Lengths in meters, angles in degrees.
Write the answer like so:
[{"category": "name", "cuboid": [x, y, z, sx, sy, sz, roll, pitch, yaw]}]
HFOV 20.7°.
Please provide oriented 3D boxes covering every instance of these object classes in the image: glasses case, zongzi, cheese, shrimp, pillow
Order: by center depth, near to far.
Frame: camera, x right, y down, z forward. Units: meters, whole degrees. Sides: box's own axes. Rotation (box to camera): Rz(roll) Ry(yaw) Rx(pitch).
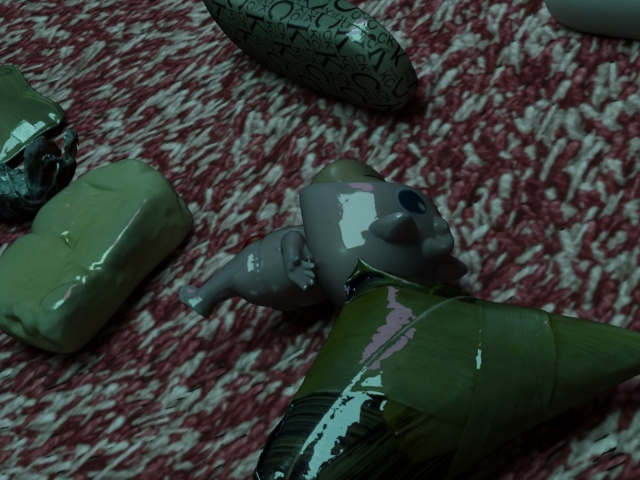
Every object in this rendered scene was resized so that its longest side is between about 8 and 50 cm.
[{"category": "zongzi", "cuboid": [0.127, 0.164, 1.544, 0.317, 0.154, 0.289, 5, 48, 29]}, {"category": "glasses case", "cuboid": [0.335, -0.263, 1.960, 0.193, 0.074, 0.049, 12, 56, 40]}, {"category": "cheese", "cuboid": [-0.262, 0.015, 1.993, 0.159, 0.093, 0.263, 14, 53, 37]}, {"category": "glasses case", "cuboid": [-0.018, -0.244, 2.099, 0.085, 0.137, 0.354, -49, 42, -12]}, {"category": "shrimp", "cuboid": [-0.481, -0.095, 2.207, 0.410, 0.166, 0.221, 16, 28, 25]}, {"category": "pillow", "cuboid": [-0.426, -0.171, 2.345, 0.130, 0.033, 0.217, -39, 40, -13]}]

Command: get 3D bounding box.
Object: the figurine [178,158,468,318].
[{"category": "figurine", "cuboid": [0.000, 0.000, 1.799, 0.287, 0.176, 0.186, -16, 63, 37]}]
